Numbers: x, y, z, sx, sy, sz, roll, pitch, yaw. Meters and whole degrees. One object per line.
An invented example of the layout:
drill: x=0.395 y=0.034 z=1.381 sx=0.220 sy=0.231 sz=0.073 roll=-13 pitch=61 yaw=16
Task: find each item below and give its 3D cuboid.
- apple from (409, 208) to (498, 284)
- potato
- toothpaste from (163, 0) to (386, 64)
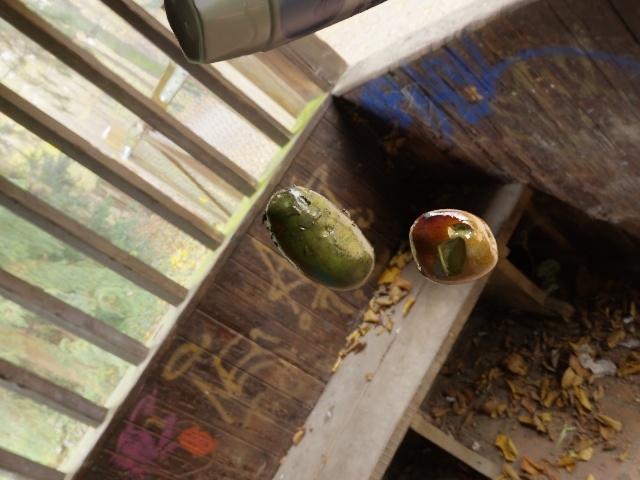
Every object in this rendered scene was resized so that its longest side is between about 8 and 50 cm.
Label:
apple: x=0.300 y=0.014 z=1.125 sx=0.199 sy=0.199 sz=0.199 roll=-42 pitch=25 yaw=25
potato: x=0.000 y=0.000 z=0.962 sx=0.149 sy=0.251 sz=0.113 roll=-52 pitch=9 yaw=-27
toothpaste: x=0.048 y=-0.245 z=0.444 sx=0.371 sy=0.079 sz=0.125 roll=-29 pitch=17 yaw=-24
